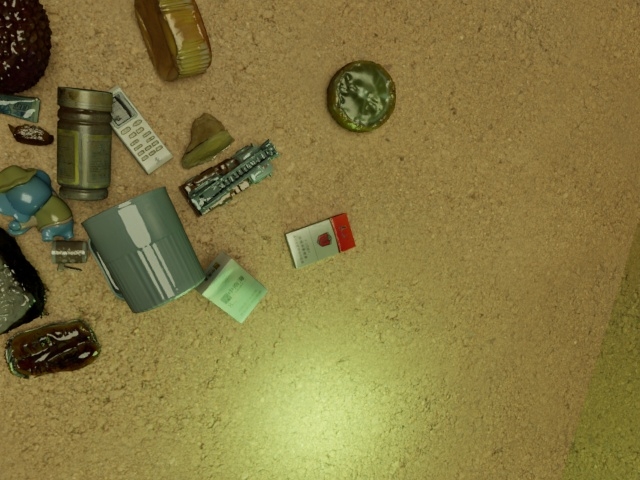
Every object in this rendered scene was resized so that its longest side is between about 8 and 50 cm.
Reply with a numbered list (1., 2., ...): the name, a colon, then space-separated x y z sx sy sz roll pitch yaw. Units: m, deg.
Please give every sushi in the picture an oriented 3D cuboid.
1. sushi: -0.963 0.112 1.597 0.235 0.207 0.348 -28 97 -4
2. sushi: -0.876 -0.322 1.671 0.121 0.052 0.055 4 74 -17

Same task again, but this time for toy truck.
1. toy truck: -0.282 -0.211 1.819 0.338 0.184 0.132 -34 105 -14

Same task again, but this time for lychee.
1. lychee: -0.894 -0.556 1.519 0.306 0.306 0.330 32 95 -19

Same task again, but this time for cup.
1. cup: -0.779 0.050 1.718 0.099 0.074 0.102 1 93 -20
2. cup: -0.548 0.045 1.656 0.332 0.257 0.311 -24 99 6

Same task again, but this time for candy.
1. candy: 0.148 -0.517 1.993 0.260 0.118 0.259 -3 99 -16

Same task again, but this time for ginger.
1. ginger: -0.400 -0.330 1.827 0.193 0.115 0.122 -38 84 -6

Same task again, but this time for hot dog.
1. hot dog: -0.829 0.339 1.718 0.271 0.082 0.162 -11 96 -18

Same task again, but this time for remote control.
1. remote control: -0.597 -0.351 1.766 0.103 0.055 0.277 -39 105 -14

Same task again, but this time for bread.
1. bread: -0.452 -0.656 1.737 0.156 0.204 0.287 -29 106 -33

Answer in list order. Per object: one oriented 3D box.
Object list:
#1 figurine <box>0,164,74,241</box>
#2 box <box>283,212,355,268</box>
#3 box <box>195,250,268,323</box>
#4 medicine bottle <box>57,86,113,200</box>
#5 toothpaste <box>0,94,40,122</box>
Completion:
1. figurine: -0.857 -0.100 1.643 0.180 0.154 0.261 -31 99 -27
2. box: 0.000 0.000 2.013 0.246 0.035 0.138 -19 99 -17
3. box: -0.296 0.159 1.841 0.155 0.067 0.243 -52 140 -12
4. medicine bottle: -0.707 -0.288 1.657 0.152 0.151 0.322 2 104 -20
5. toothpaste: -0.980 -0.412 1.635 0.269 0.047 0.069 8 78 -23
